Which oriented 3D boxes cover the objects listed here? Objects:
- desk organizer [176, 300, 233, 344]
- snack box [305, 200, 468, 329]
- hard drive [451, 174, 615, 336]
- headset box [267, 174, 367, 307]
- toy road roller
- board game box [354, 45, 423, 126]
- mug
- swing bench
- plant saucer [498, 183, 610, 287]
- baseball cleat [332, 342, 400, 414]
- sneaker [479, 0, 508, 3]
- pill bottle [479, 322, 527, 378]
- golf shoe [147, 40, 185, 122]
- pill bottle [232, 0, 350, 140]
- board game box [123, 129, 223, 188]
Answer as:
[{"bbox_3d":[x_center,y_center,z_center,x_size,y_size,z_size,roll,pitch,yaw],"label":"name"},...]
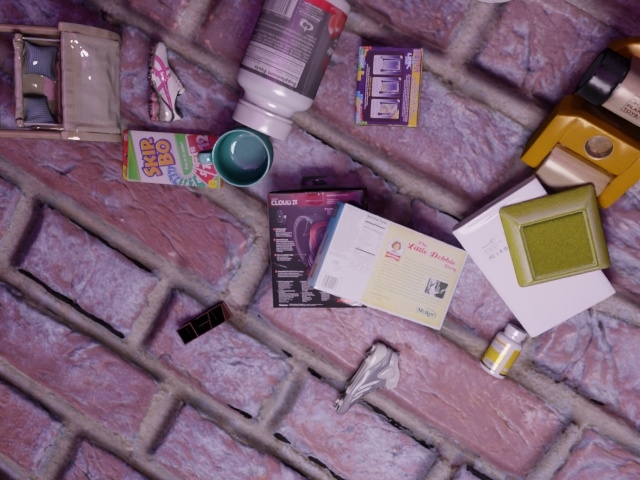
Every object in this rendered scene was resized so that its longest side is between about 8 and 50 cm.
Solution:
[{"bbox_3d":[-0.285,0.203,1.462,0.130,0.050,0.047,-31,92,13],"label":"desk organizer"},{"bbox_3d":[0.149,0.057,1.277,0.321,0.060,0.187,21,91,-21],"label":"snack box"},{"bbox_3d":[0.455,0.040,1.275,0.203,0.040,0.307,-35,102,20],"label":"hard drive"},{"bbox_3d":[0.000,0.000,1.352,0.218,0.110,0.293,-2,98,9],"label":"headset box"},{"bbox_3d":[0.582,-0.252,1.197,0.202,0.241,0.330,32,139,4],"label":"toy road roller"},{"bbox_3d":[0.150,-0.337,1.311,0.141,0.048,0.170,5,98,7],"label":"board game box"},{"bbox_3d":[-0.183,-0.202,1.354,0.157,0.097,0.129,31,109,-5],"label":"mug"},{"bbox_3d":[-0.606,-0.360,1.381,0.254,0.165,0.253,3,98,9],"label":"swing bench"},{"bbox_3d":[0.479,0.003,1.208,0.188,0.045,0.188,-16,108,17],"label":"plant saucer"},{"bbox_3d":[0.117,0.343,1.402,0.109,0.072,0.206,30,106,-2],"label":"baseball cleat"},{"bbox_3d":[0.302,-0.568,1.214,0.262,0.121,0.099,24,102,6],"label":"sneaker"},{"bbox_3d":[0.414,0.246,1.338,0.065,0.065,0.116,30,102,5],"label":"pill bottle"},{"bbox_3d":[-0.362,-0.370,1.395,0.085,0.067,0.186,-3,96,-19],"label":"golf shoe"},{"bbox_3d":[-0.073,-0.387,1.277,0.176,0.176,0.319,25,102,6],"label":"pill bottle"},{"bbox_3d":[-0.359,-0.197,1.429,0.259,0.039,0.124,6,98,12],"label":"board game box"}]
